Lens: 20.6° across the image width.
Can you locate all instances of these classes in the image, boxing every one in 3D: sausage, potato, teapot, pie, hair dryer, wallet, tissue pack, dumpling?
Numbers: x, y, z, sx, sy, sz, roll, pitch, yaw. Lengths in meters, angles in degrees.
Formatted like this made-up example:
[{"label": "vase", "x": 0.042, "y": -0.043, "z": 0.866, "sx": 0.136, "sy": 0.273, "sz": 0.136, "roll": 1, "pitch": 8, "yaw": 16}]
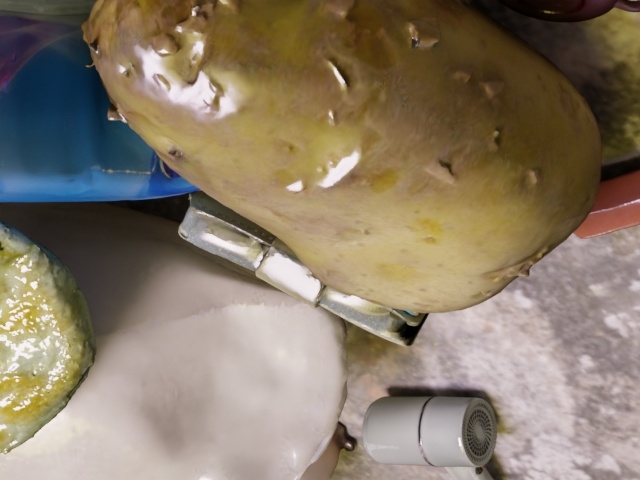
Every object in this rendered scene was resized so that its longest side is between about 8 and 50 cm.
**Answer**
[{"label": "sausage", "x": 0.190, "y": -0.029, "z": 0.947, "sx": 0.147, "sy": 0.035, "sz": 0.030, "roll": -18, "pitch": 89, "yaw": 45}, {"label": "potato", "x": 0.016, "y": -0.064, "z": 0.904, "sx": 0.296, "sy": 0.141, "sz": 0.191, "roll": 24, "pitch": 150, "yaw": -33}, {"label": "teapot", "x": 0.121, "y": -0.139, "z": 0.869, "sx": 0.100, "sy": 0.045, "sz": 0.068, "roll": 12, "pitch": 164, "yaw": -3}, {"label": "pie", "x": -0.222, "y": 0.056, "z": 1.007, "sx": 0.186, "sy": 0.041, "sz": 0.187, "roll": -5, "pitch": 125, "yaw": -7}, {"label": "hair dryer", "x": 0.094, "y": 0.157, "z": 1.203, "sx": 0.082, "sy": 0.047, "sz": 0.137, "roll": -4, "pitch": 136, "yaw": 37}, {"label": "wallet", "x": 0.000, "y": 0.000, "z": 1.050, "sx": 0.155, "sy": 0.110, "sz": 0.039, "roll": 26, "pitch": 115, "yaw": 6}, {"label": "tissue pack", "x": -0.197, "y": -0.093, "z": 0.933, "sx": 0.198, "sy": 0.263, "sz": 0.146, "roll": 5, "pitch": 93, "yaw": 29}, {"label": "dumpling", "x": -0.167, "y": 0.101, "z": 1.141, "sx": 0.341, "sy": 0.260, "sz": 0.181, "roll": 18, "pitch": 169, "yaw": -4}]

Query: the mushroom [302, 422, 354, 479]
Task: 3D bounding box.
[{"label": "mushroom", "x": -0.136, "y": 0.174, "z": 1.265, "sx": 0.236, "sy": 0.173, "sz": 0.162, "roll": -21, "pitch": 116, "yaw": 45}]
